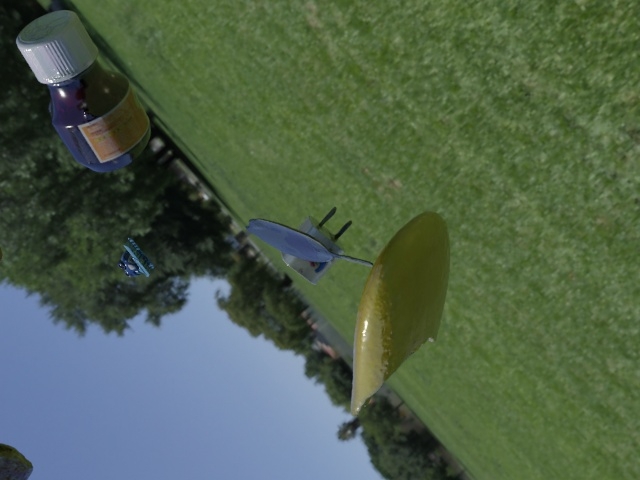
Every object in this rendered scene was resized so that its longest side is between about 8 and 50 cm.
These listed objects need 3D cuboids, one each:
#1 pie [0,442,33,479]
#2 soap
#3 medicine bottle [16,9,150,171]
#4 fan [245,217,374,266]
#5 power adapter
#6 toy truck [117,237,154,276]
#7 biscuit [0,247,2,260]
[{"bbox_3d":[-0.760,0.536,1.694,0.079,0.193,0.163,-109,1,-62],"label":"pie"},{"bbox_3d":[0.162,0.144,1.441,0.115,0.306,0.427,27,136,29],"label":"soap"},{"bbox_3d":[-0.618,-0.387,1.926,0.242,0.242,0.395,45,164,39],"label":"medicine bottle"},{"bbox_3d":[-0.033,0.013,1.715,0.334,0.011,0.229,15,163,21],"label":"fan"},{"bbox_3d":[0.000,0.000,2.078,0.130,0.205,0.125,37,-169,-20],"label":"power adapter"},{"bbox_3d":[-0.512,0.045,1.998,0.074,0.063,0.136,3,144,26],"label":"toy truck"},{"bbox_3d":[-1.006,0.074,1.929,0.047,0.333,0.202,41,140,38],"label":"biscuit"}]
